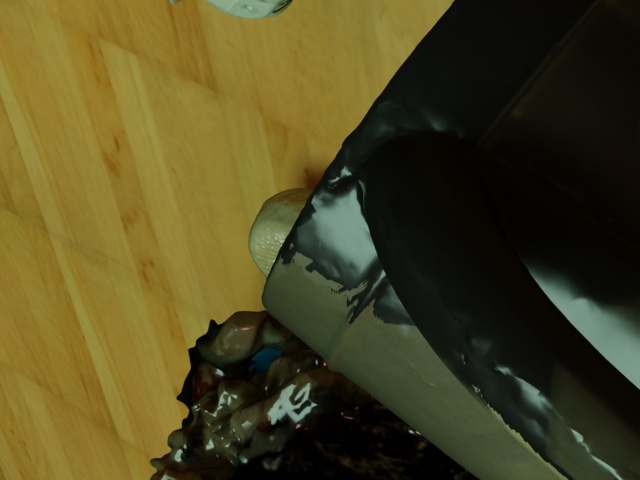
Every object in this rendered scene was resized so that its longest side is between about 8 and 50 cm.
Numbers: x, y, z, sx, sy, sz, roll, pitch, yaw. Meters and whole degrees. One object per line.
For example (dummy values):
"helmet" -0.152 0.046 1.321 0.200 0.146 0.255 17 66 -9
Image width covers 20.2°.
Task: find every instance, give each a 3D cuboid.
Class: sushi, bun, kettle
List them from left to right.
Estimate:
"sushi" -0.001 0.150 1.133 0.225 0.218 0.238 21 134 -27
"bun" 0.000 0.000 1.071 0.086 0.055 0.086 26 154 14
"kettle" 0.157 0.048 0.682 0.324 0.321 0.228 39 110 7

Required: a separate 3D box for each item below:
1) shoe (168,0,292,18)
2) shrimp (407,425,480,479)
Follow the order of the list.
"shoe" -0.021 -0.161 0.870 0.265 0.095 0.110 17 145 51
"shrimp" 0.090 0.106 0.839 0.152 0.219 0.046 33 110 38
